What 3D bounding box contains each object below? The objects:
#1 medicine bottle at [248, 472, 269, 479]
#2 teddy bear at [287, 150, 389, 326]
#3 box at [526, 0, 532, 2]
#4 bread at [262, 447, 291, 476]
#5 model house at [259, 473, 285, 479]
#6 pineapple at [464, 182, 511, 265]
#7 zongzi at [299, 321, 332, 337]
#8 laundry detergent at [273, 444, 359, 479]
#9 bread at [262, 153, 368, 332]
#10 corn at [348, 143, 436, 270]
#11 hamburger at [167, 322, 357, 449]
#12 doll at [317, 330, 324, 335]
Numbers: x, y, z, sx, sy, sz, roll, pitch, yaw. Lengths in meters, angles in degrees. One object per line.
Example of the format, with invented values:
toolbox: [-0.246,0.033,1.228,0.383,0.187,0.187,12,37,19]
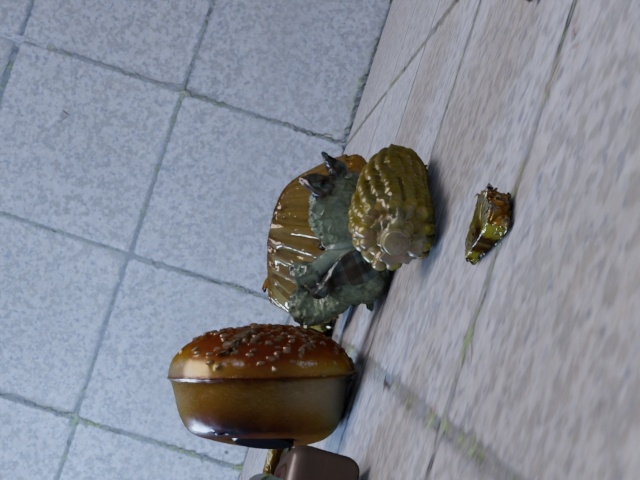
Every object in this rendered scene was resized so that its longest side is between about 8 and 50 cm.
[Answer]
medicine bottle: [-0.108,0.444,1.791,0.221,0.061,0.092,111,-175,-46]
teddy bear: [0.029,0.016,1.265,0.133,0.111,0.213,-29,-46,-33]
box: [0.192,-0.317,0.881,0.123,0.050,0.229,-73,2,-58]
bread: [-0.073,0.365,1.831,0.047,0.036,0.083,-11,-61,-78]
model house: [-0.144,0.292,0.755,0.300,0.340,0.324,115,176,-58]
pineapple: [0.116,-0.015,0.771,0.083,0.019,0.045,108,176,-73]
zongzi: [-0.007,0.157,1.809,0.113,0.052,0.104,63,-143,-75]
laundry detergent: [-0.031,0.318,0.998,0.171,0.076,0.237,112,173,-64]
bread: [0.000,0.000,1.623,0.274,0.149,0.274,-169,90,-89]
corn: [0.073,-0.040,1.124,0.288,0.086,0.087,-75,3,-73]
hamburger: [-0.071,0.167,1.294,0.237,0.236,0.147,118,154,-73]
doll: [-0.014,0.178,1.547,0.180,0.079,0.094,-47,-46,-69]
